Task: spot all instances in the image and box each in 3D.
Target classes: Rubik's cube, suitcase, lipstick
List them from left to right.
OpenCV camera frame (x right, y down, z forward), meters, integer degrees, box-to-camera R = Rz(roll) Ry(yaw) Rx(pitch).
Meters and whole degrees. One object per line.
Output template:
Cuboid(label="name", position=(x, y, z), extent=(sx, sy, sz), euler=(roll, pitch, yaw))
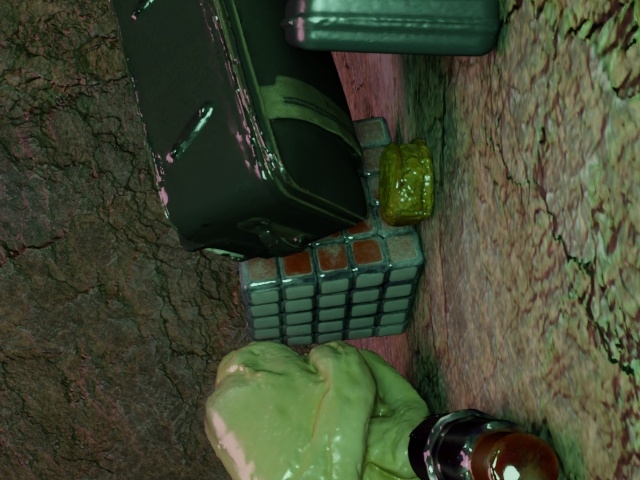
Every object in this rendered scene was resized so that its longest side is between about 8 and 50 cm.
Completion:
Cuboid(label="suitcase", position=(-0.091, -0.190, 0.922), extent=(0.283, 0.194, 0.434), euler=(19, -127, -67))
Cuboid(label="Rubik's cube", position=(0.000, 0.000, 1.148), extent=(0.237, 0.238, 0.237), euler=(87, 175, -61))
Cuboid(label="lipstick", position=(0.127, 0.180, 0.683), extent=(0.300, 0.081, 0.081), euler=(96, 168, -78))

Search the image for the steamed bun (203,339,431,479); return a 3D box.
Cuboid(label="steamed bun", position=(0.011, 0.247, 1.083), extent=(0.230, 0.324, 0.372), euler=(-53, -13, 0))

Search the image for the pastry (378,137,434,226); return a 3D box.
Cuboid(label="pastry", position=(0.097, -0.066, 0.941), extent=(0.109, 0.057, 0.097), euler=(-104, 11, -59))

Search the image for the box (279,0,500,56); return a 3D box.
Cuboid(label="box", position=(0.048, -0.186, 0.705), extent=(0.230, 0.160, 0.050), euler=(-109, 20, -76))
